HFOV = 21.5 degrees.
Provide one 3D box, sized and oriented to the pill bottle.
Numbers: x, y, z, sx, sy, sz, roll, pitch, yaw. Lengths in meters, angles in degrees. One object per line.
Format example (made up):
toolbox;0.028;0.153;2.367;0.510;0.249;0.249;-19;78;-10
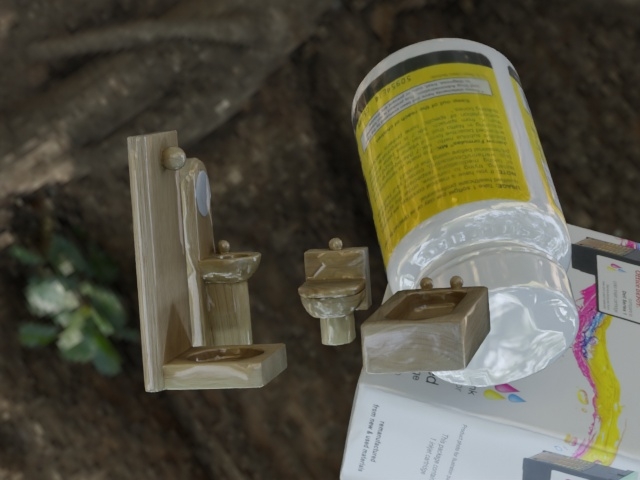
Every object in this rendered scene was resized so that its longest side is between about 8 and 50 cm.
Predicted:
pill bottle;0.093;-0.019;1.077;0.119;0.208;0.119;-6;140;-5

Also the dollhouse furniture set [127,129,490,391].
dollhouse furniture set;0.000;0.000;0.853;0.151;0.123;0.144;-3;-174;13

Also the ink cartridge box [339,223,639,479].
ink cartridge box;0.174;0.097;1.174;0.117;0.278;0.201;100;6;-46
